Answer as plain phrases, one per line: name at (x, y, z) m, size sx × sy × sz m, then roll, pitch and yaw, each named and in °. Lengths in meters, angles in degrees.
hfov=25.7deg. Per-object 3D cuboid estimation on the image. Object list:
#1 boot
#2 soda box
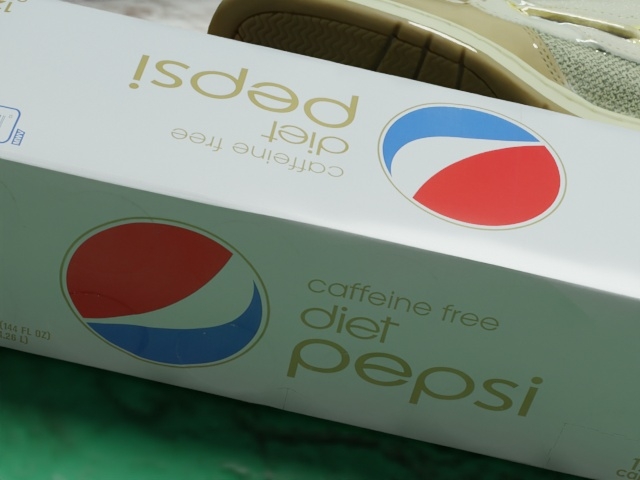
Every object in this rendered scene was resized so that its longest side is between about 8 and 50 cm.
boot at (0.078, -0.068, 0.470) m, size 0.213 × 0.077 × 0.165 m, roll 18°, pitch 44°, yaw -2°
soda box at (0.000, 0.000, 0.382) m, size 0.216 × 0.074 × 0.069 m, roll 13°, pitch 43°, yaw 0°
